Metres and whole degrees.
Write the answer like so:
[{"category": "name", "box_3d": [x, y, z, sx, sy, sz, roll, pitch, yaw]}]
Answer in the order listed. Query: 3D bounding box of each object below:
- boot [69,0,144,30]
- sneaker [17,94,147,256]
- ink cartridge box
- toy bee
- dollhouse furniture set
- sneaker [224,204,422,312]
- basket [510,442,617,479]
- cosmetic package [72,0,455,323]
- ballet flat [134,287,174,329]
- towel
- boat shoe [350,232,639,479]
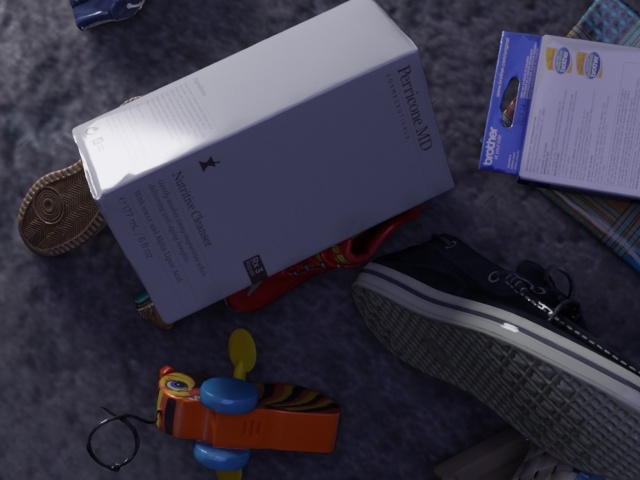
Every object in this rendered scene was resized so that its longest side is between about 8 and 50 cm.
[{"category": "boot", "box_3d": [-0.237, -0.336, 1.725, 0.190, 0.069, 0.086, -16, 89, 7]}, {"category": "sneaker", "box_3d": [-0.252, -0.085, 1.680, 0.282, 0.153, 0.099, -40, 85, 26]}, {"category": "ink cartridge box", "box_3d": [0.362, -0.145, 1.641, 0.311, 0.065, 0.186, 10, 86, 4]}, {"category": "toy bee", "box_3d": [-0.132, 0.192, 1.611, 0.298, 0.162, 0.195, 24, 100, -26]}, {"category": "dollhouse furniture set", "box_3d": [0.145, 0.367, 1.614, 0.301, 0.151, 0.198, -22, 94, -27]}, {"category": "sneaker", "box_3d": [0.000, 0.000, 1.624, 0.279, 0.118, 0.107, -36, 126, -3]}, {"category": "basket", "box_3d": [0.360, 0.329, 1.524, 0.289, 0.201, 0.255, 45, 50, -14]}, {"category": "cosmetic package", "box_3d": [-0.060, -0.094, 1.529, 0.385, 0.217, 0.156, -26, 41, -3]}, {"category": "ballet flat", "box_3d": [-0.140, 0.034, 1.675, 0.206, 0.073, 0.067, -41, 110, -1]}, {"category": "towel", "box_3d": [0.426, -0.111, 1.687, 0.370, 0.040, 0.271, 39, 84, 6]}, {"category": "boat shoe", "box_3d": [0.228, 0.108, 1.485, 0.156, 0.500, 0.187, -35, 122, -19]}]
